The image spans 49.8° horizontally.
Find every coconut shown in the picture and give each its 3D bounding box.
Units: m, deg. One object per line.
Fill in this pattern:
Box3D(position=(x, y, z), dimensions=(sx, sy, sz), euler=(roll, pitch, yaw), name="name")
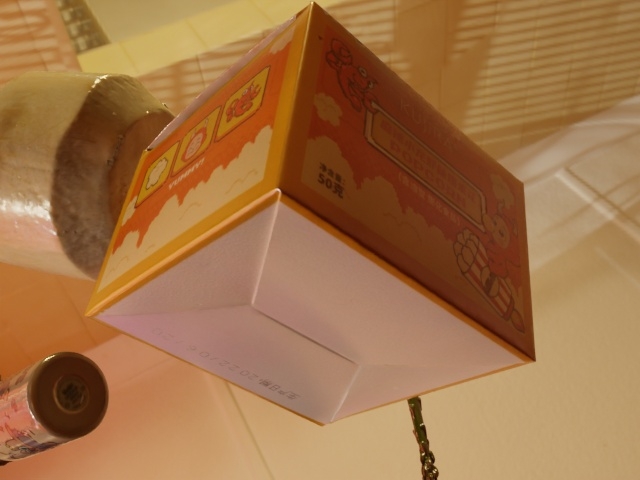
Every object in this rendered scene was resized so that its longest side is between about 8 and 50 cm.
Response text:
Box3D(position=(-0.343, -0.087, 0.984), dimensions=(0.322, 0.323, 0.323), euler=(-4, -134, 4), name="coconut")

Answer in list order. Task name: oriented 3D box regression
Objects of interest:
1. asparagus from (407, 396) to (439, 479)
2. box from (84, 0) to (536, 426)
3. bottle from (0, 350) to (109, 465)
Box3D(position=(0.120, 0.210, 0.887), dimensions=(0.025, 0.024, 0.249), euler=(26, -144, -28), name="asparagus")
Box3D(position=(0.000, 0.000, 0.616), dimensions=(0.259, 0.283, 0.214), euler=(-30, -139, 38), name="box")
Box3D(position=(-0.344, 0.194, 0.796), dimensions=(0.209, 0.110, 0.097), euler=(-25, 171, 35), name="bottle")
